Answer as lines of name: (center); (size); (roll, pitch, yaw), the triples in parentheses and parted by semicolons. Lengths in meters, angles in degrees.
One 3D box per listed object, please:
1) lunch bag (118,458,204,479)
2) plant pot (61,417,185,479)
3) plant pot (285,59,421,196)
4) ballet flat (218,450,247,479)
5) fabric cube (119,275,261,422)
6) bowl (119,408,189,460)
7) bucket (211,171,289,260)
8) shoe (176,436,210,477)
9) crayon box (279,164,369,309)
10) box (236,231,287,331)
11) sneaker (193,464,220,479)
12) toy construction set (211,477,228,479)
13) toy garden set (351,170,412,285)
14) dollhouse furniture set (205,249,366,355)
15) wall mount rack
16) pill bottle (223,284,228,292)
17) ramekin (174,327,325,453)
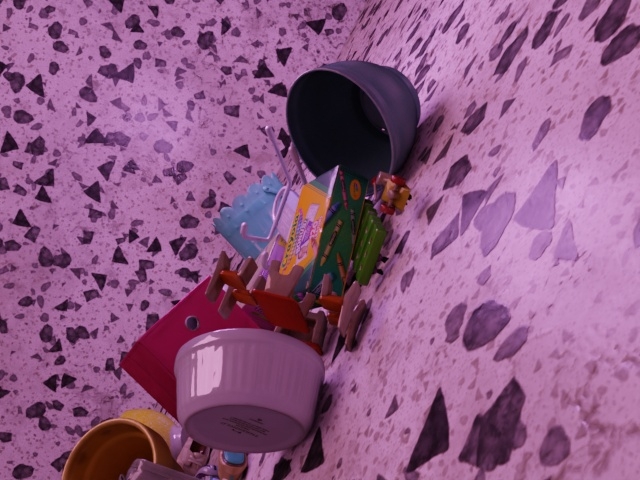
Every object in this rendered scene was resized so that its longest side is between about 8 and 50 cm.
lunch bag: (-0.179, 0.455, 0.911); (0.169, 0.287, 0.235); (-41, 25, 58)
plant pot: (-0.444, 0.583, 1.607); (0.254, 0.254, 0.239); (-67, -29, -23)
plant pot: (0.096, -0.268, 1.461); (0.196, 0.293, 0.293); (-38, -3, -35)
ballet flat: (-0.200, 0.455, 1.499); (0.232, 0.080, 0.073); (-94, 18, -70)
fabric cube: (-0.307, 0.292, 1.685); (0.254, 0.258, 0.259); (-44, 1, -34)
bowl: (-0.449, 0.606, 1.904); (0.156, 0.290, 0.289); (-17, 21, 4)
bucket: (-0.188, -0.065, 2.120); (0.281, 0.183, 0.281); (-40, 0, 0)
shoe: (-0.337, 0.567, 1.797); (0.219, 0.076, 0.058); (-84, 20, -65)
crayon box: (0.000, 0.000, 1.393); (0.165, 0.081, 0.279); (-23, 49, 59)
box: (-0.137, 0.131, 1.834); (0.243, 0.117, 0.214); (-47, 19, 51)
sneaker: (-0.279, 0.596, 1.507); (0.098, 0.083, 0.224); (-96, 29, -46)
toy construction set: (-0.258, 0.615, 1.254); (0.215, 0.151, 0.328); (-58, 2, 15)
toy garden set: (0.116, -0.042, 1.300); (0.244, 0.049, 0.204); (-97, 25, -72)
dollhouse furniture set: (-0.059, 0.152, 1.229); (0.259, 0.262, 0.135); (70, -144, -59)
wall mount rack: (-0.092, -0.100, 1.641); (0.350, 0.130, 0.304); (47, 122, 59)
pill bottle: (-0.347, 0.275, 2.253); (0.169, 0.169, 0.301); (-55, 14, 27)
ramekin: (-0.127, 0.276, 1.179); (0.273, 0.272, 0.127); (-50, 29, 43)
